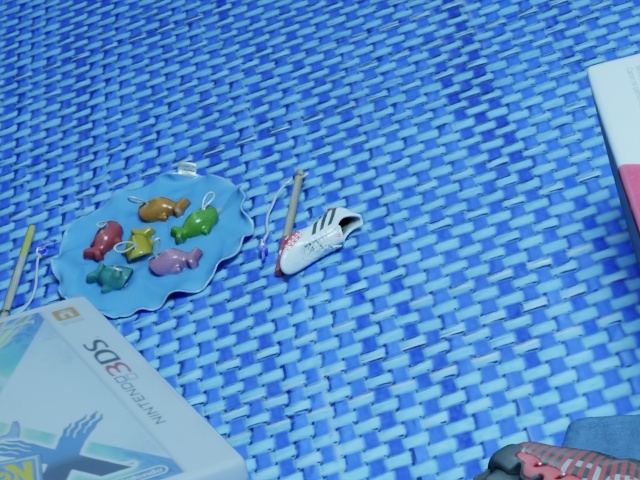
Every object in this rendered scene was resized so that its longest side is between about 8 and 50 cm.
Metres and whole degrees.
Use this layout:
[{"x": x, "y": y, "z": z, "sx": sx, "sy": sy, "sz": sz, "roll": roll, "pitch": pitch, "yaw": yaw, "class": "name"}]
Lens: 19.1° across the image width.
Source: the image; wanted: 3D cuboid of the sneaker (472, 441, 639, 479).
[{"x": 0.220, "y": 0.172, "z": 1.085, "sx": 0.276, "sy": 0.098, "sz": 0.135, "roll": 22, "pitch": 49, "yaw": 36, "class": "sneaker"}]

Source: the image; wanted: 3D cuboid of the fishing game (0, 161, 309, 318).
[{"x": -0.144, "y": -0.007, "z": 1.614, "sx": 0.264, "sy": 0.041, "sz": 0.189, "roll": -9, "pitch": 37, "yaw": 17, "class": "fishing game"}]

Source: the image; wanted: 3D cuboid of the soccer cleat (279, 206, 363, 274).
[{"x": 0.000, "y": 0.000, "z": 1.535, "sx": 0.035, "sy": 0.029, "sz": 0.083, "roll": 10, "pitch": 38, "yaw": 44, "class": "soccer cleat"}]

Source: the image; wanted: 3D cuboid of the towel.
[{"x": 0.177, "y": 0.160, "z": 1.201, "sx": 0.067, "sy": 0.029, "sz": 0.119, "roll": -3, "pitch": 37, "yaw": 22, "class": "towel"}]

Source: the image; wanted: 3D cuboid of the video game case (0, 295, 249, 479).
[{"x": -0.263, "y": 0.149, "z": 1.368, "sx": 0.329, "sy": 0.036, "sz": 0.300, "roll": -16, "pitch": 29, "yaw": -24, "class": "video game case"}]

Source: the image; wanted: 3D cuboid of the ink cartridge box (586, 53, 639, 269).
[{"x": 0.397, "y": -0.037, "z": 1.249, "sx": 0.384, "sy": 0.160, "sz": 0.279, "roll": -15, "pitch": 33, "yaw": 8, "class": "ink cartridge box"}]
